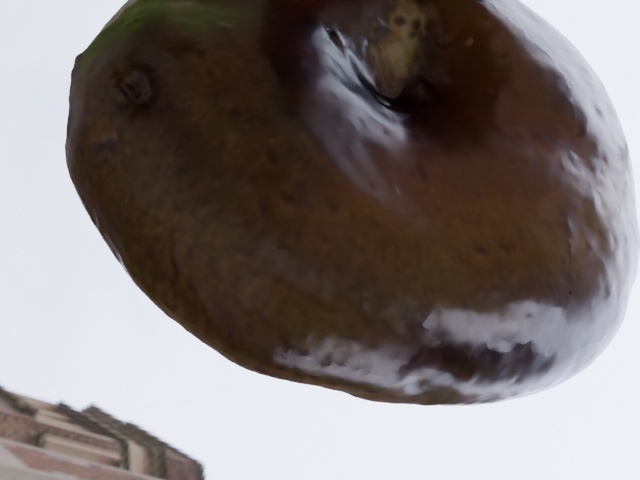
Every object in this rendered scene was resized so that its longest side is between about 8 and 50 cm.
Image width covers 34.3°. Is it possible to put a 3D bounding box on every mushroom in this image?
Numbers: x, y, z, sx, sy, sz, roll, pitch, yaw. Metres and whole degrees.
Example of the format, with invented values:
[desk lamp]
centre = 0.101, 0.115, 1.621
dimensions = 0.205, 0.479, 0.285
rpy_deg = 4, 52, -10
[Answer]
[mushroom]
centre = 0.027, -0.020, 0.493
dimensions = 0.267, 0.254, 0.267
rpy_deg = -3, -125, 4
